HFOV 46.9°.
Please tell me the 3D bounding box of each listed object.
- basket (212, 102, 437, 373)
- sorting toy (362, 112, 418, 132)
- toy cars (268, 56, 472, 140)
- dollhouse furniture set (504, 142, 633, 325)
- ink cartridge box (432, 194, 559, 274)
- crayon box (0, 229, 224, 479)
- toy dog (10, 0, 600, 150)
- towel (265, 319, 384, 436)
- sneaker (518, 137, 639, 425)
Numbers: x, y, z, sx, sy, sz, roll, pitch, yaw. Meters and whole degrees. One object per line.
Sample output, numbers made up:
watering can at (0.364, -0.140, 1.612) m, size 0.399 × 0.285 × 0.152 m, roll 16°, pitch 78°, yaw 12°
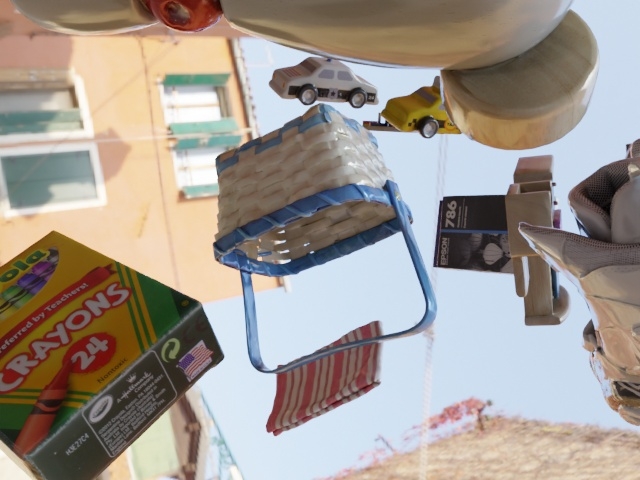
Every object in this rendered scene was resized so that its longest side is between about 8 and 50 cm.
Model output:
basket at (0.000, 0.000, 0.907) m, size 0.255 × 0.201 × 0.288 m, roll -19°, pitch -113°, yaw 27°
sorting toy at (0.196, -0.287, 1.797) m, size 0.275 × 0.132 × 0.046 m, roll 10°, pitch -78°, yaw 36°
toy cars at (0.107, -0.256, 1.257) m, size 0.394 × 0.176 × 0.087 m, roll 17°, pitch -64°, yaw 13°
dollhouse furniture set at (0.394, -0.001, 0.886) m, size 0.304 × 0.286 × 0.198 m, roll -4°, pitch -76°, yaw 20°
ink cartridge box at (0.343, -0.013, 1.561) m, size 0.333 × 0.065 × 0.165 m, roll 1°, pitch -95°, yaw 54°
crayon box at (-0.280, 0.101, 0.747) m, size 0.319 × 0.202 × 0.081 m, roll 19°, pitch -41°, yaw 38°
toy dog at (0.002, -0.172, 0.389) m, size 0.220 × 0.334 × 0.160 m, roll 112°, pitch -2°, yaw -63°
towel at (0.008, 0.199, 1.090) m, size 0.197 × 0.144 × 0.029 m, roll -30°, pitch -67°, yaw 19°
sneaker at (0.266, 0.039, 0.596) m, size 0.210 × 0.137 × 0.366 m, roll 54°, pitch 1°, yaw 6°
